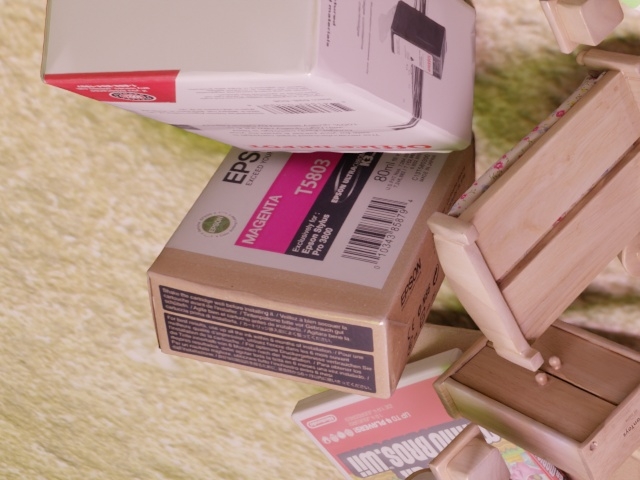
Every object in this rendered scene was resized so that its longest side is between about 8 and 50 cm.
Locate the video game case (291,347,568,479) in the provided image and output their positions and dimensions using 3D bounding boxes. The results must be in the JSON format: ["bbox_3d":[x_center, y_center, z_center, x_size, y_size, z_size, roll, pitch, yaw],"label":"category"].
[{"bbox_3d":[0.131,0.231,1.347,0.204,0.025,0.285,-23,116,39],"label":"video game case"}]

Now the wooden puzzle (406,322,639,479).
[{"bbox_3d":[0.194,0.215,1.377,0.322,0.080,0.348,7,131,21],"label":"wooden puzzle"}]

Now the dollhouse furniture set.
[{"bbox_3d":[0.116,0.019,1.074,0.174,0.303,0.356,22,148,51],"label":"dollhouse furniture set"}]

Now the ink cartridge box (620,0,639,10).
[{"bbox_3d":[0.141,-0.280,0.726,0.198,0.273,0.115,31,142,-5],"label":"ink cartridge box"}]

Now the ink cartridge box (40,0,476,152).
[{"bbox_3d":[-0.029,-0.136,0.980,0.197,0.114,0.273,2,174,26],"label":"ink cartridge box"}]

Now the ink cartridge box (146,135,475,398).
[{"bbox_3d":[0.000,0.000,1.120,0.193,0.235,0.088,10,133,18],"label":"ink cartridge box"}]
